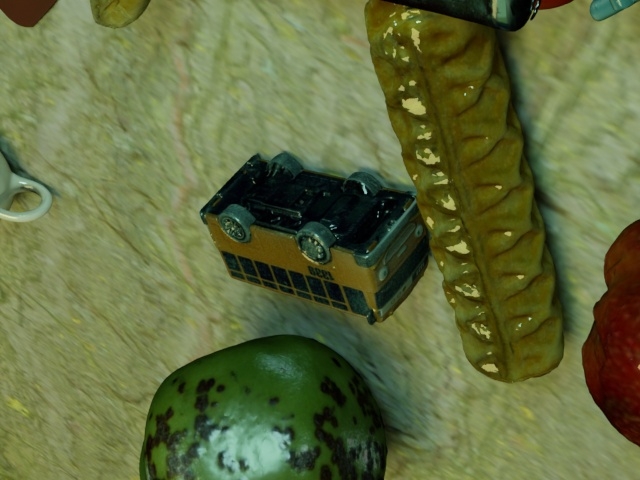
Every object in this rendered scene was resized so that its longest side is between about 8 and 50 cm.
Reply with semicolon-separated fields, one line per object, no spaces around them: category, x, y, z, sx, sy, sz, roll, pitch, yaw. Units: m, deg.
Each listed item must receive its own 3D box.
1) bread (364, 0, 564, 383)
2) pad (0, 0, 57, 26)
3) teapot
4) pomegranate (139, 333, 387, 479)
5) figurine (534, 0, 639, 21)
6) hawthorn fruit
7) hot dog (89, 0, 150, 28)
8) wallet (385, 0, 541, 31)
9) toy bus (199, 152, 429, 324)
bread;0.112;-0.035;0.926;0.084;0.077;0.368;11;135;38
pad;-0.265;-0.293;1.073;0.181;0.004;0.267;49;145;-10
teapot;-0.393;-0.069;1.372;0.226;0.092;0.145;26;144;16
pomegranate;-0.055;0.220;1.202;0.254;0.271;0.254;0;140;0
figurine;0.154;-0.170;0.751;0.140;0.068;0.075;4;132;50
hawthorn fruit;0.260;0.064;0.824;0.179;0.174;0.173;0;142;-8
hot dog;-0.151;-0.255;0.919;0.073;0.084;0.242;-5;147;-1
wallet;0.002;-0.237;0.798;0.318;0.045;0.172;21;133;45
toy bus;0.000;0.000;1.061;0.182;0.091;0.103;15;139;36
